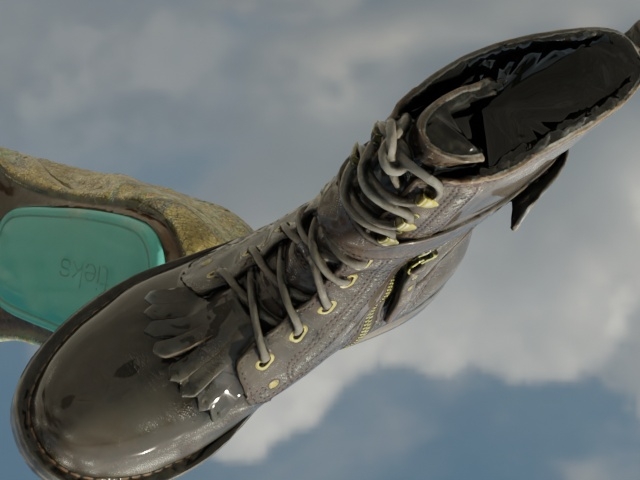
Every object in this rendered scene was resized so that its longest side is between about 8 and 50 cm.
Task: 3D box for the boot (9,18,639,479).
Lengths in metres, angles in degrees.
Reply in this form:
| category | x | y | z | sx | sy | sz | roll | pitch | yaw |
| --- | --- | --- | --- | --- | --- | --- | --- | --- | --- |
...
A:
| category | x | y | z | sx | sy | sz | roll | pitch | yaw |
| --- | --- | --- | --- | --- | --- | --- | --- | --- | --- |
| boot | 0.000 | 0.000 | 0.766 | 0.263 | 0.091 | 0.229 | -31 | 172 | -27 |

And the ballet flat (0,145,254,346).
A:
| category | x | y | z | sx | sy | sz | roll | pitch | yaw |
| --- | --- | --- | --- | --- | --- | --- | --- | --- | --- |
| ballet flat | -0.155 | 0.005 | 1.022 | 0.348 | 0.123 | 0.123 | 14 | -152 | 43 |
